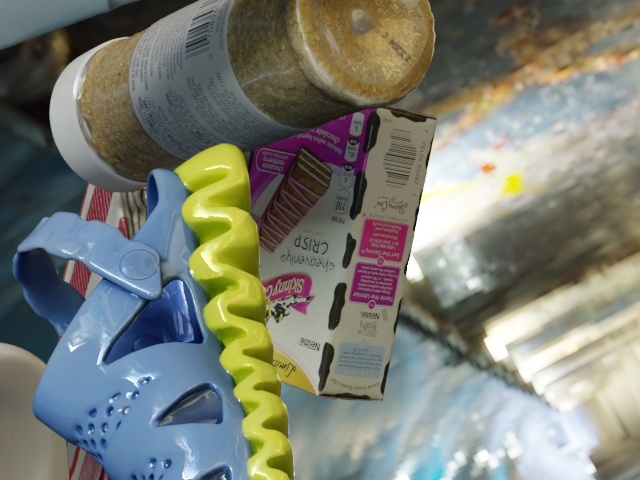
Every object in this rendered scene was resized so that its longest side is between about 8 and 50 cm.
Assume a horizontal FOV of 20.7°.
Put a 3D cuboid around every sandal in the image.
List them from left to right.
[{"bbox_3d":[-0.088,0.087,0.936,0.126,0.138,0.317,95,166,-46],"label":"sandal"}]

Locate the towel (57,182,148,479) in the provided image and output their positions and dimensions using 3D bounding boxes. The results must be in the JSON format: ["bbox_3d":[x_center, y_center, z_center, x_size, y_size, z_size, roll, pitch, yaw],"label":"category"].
[{"bbox_3d":[-0.178,0.073,1.479,0.329,0.037,0.237,-106,30,-52],"label":"towel"}]

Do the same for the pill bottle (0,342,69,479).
[{"bbox_3d":[-0.461,0.203,1.797,0.229,0.408,0.229,-3,-86,-50],"label":"pill bottle"}]

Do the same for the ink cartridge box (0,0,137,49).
[{"bbox_3d":[-0.230,-0.292,1.044,0.385,0.308,0.091,51,-142,-37],"label":"ink cartridge box"}]

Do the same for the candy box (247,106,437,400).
[{"bbox_3d":[0.000,0.000,1.427,0.071,0.233,0.159,8,-176,-37],"label":"candy box"}]

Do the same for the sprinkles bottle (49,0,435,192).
[{"bbox_3d":[-0.069,-0.121,1.289,0.355,0.121,0.121,-13,109,54],"label":"sprinkles bottle"}]
